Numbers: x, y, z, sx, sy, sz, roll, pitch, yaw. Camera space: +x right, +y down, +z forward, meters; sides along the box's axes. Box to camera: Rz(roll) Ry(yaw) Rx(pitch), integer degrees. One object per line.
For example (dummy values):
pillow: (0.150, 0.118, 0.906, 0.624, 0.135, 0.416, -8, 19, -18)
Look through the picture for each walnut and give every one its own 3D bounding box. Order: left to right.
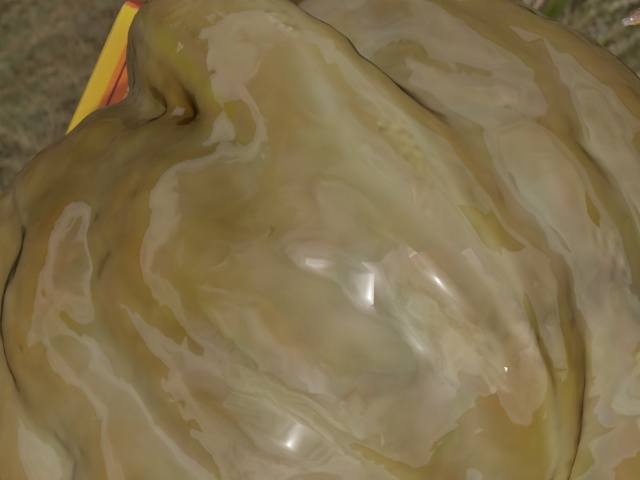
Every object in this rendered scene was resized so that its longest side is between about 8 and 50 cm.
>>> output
walnut: (0.010, 0.030, 0.634, 0.296, 0.285, 0.285, -37, 73, -11)

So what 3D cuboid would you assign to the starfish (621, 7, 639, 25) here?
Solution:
starfish: (0.383, -0.237, 1.601, 0.071, 0.238, 0.216, -40, 37, -19)

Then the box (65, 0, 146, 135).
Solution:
box: (0.000, 0.000, 1.093, 0.283, 0.259, 0.214, 25, 93, 23)
